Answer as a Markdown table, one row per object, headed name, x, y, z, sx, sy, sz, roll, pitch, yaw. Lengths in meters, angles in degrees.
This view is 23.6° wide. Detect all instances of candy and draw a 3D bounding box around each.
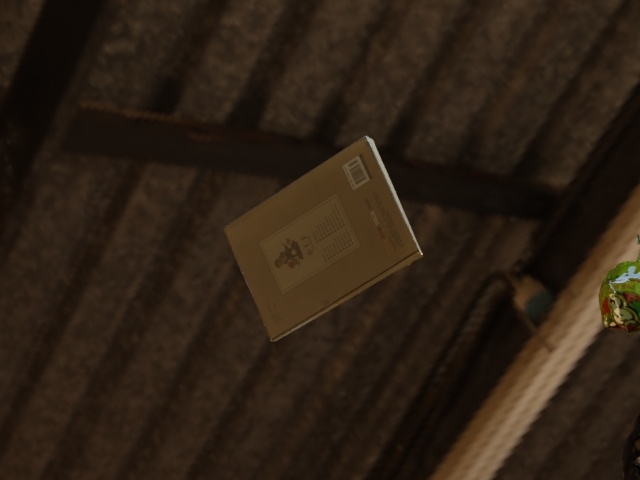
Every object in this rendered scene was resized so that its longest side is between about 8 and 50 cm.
| name | x | y | z | sx | sy | sz | roll | pitch | yaw |
| --- | --- | --- | --- | --- | --- | --- | --- | --- | --- |
| candy | 0.354 | 0.010 | 1.644 | 0.077 | 0.262 | 0.073 | -1 | -58 | 23 |

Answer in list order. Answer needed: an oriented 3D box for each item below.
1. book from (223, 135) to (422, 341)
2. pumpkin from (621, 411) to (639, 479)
| name | x | y | z | sx | sy | sz | roll | pitch | yaw |
| --- | --- | --- | --- | --- | --- | --- | --- | --- | --- |
| book | 0.000 | 0.000 | 1.568 | 0.199 | 0.138 | 0.016 | -32 | -19 | 26 |
| pumpkin | 0.481 | 0.278 | 1.626 | 0.296 | 0.296 | 0.295 | -17 | -44 | -17 |
